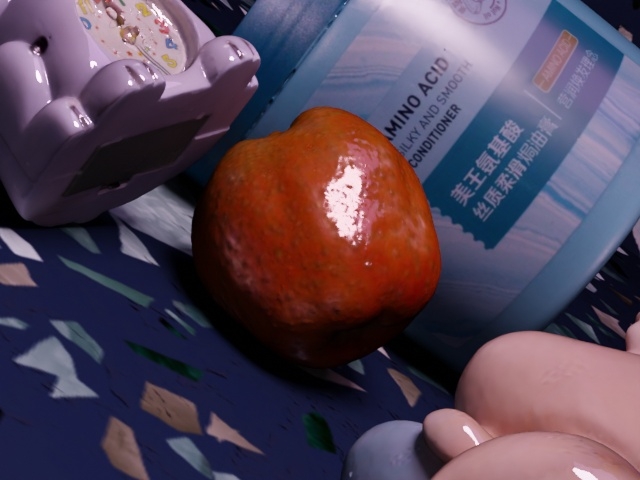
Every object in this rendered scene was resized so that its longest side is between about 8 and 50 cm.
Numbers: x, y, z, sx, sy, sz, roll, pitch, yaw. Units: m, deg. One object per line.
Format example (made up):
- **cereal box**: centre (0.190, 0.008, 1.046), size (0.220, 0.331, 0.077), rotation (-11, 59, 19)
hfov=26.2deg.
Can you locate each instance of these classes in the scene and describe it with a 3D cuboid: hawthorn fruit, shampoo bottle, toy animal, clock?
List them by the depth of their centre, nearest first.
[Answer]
- **toy animal**: centre (0.135, 0.157, 0.725), size (0.230, 0.210, 0.221), rotation (-1, 13, -8)
- **clock**: centre (-0.180, -0.159, 0.920), size (0.254, 0.189, 0.189), rotation (59, 18, 10)
- **hawthorn fruit**: centre (0.000, 0.000, 0.982), size (0.189, 0.189, 0.189), rotation (34, 14, -10)
- **shampoo bottle**: centre (0.092, -0.104, 1.208), size (0.343, 0.331, 0.331), rotation (37, 14, -4)
